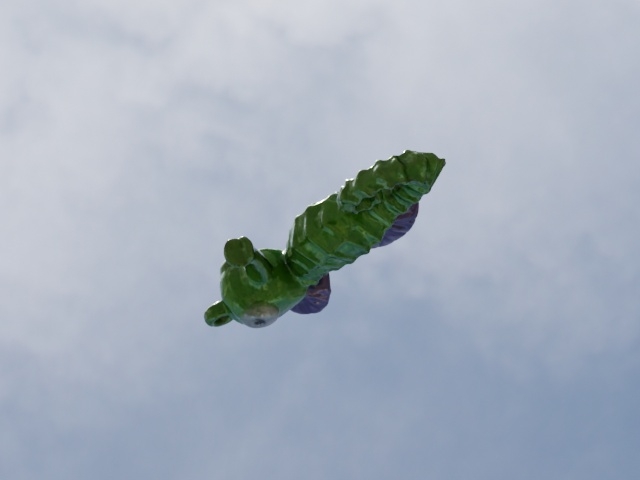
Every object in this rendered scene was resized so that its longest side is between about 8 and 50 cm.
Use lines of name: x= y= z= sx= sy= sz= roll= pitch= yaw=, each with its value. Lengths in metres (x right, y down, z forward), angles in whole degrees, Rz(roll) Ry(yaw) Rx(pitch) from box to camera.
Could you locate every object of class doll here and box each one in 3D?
doll: x=0.000 y=0.000 z=1.105 sx=0.115 sy=0.190 sz=0.050 roll=-3 pitch=-119 yaw=-57
